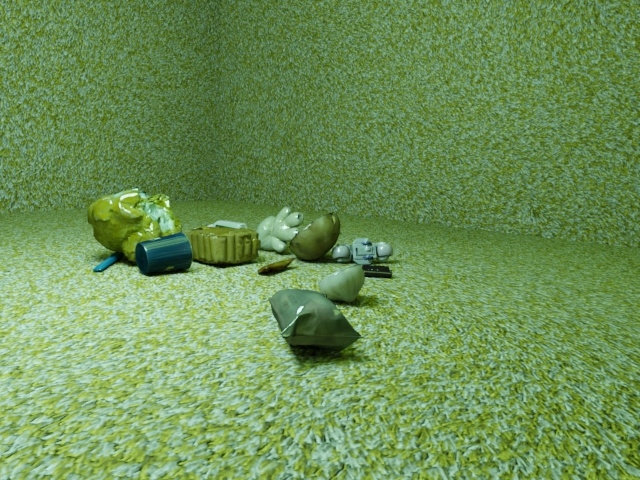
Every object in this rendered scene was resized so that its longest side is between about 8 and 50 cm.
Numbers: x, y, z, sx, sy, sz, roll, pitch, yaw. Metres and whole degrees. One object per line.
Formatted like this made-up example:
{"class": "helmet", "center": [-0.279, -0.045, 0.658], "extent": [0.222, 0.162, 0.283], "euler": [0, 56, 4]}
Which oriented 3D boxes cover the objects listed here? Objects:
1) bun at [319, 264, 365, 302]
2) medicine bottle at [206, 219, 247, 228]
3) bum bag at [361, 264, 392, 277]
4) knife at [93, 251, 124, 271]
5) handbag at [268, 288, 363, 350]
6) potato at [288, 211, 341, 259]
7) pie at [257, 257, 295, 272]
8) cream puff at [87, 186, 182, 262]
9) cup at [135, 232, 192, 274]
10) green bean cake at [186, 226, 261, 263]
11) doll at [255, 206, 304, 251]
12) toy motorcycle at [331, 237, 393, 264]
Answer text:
{"class": "bun", "center": [0.070, 0.136, 1.451], "extent": [0.138, 0.094, 0.138], "euler": [-21, -14, -5]}
{"class": "medicine bottle", "center": [-0.415, -0.029, 2.208], "extent": [0.219, 0.115, 0.078], "euler": [10, 13, 38]}
{"class": "bum bag", "center": [0.205, 0.108, 1.837], "extent": [0.109, 0.026, 0.159], "euler": [2, 9, 3]}
{"class": "knife", "center": [-0.755, 0.071, 1.800], "extent": [0.044, 0.026, 0.296], "euler": [-1, 12, -4]}
{"class": "handbag", "center": [-0.020, 0.175, 1.134], "extent": [0.182, 0.117, 0.270], "euler": [9, 7, -14]}
{"class": "potato", "center": [0.000, 0.000, 2.003], "extent": [0.239, 0.116, 0.299], "euler": [-39, -9, -6]}
{"class": "pie", "center": [-0.168, 0.095, 1.798], "extent": [0.088, 0.033, 0.191], "euler": [-10, 4, 30]}
{"class": "cream puff", "center": [-0.690, -0.038, 1.841], "extent": [0.274, 0.270, 0.323], "euler": [-14, -6, 16]}
{"class": "cup", "center": [-0.545, 0.055, 1.712], "extent": [0.155, 0.131, 0.176], "euler": [-11, -13, -42]}
{"class": "green bean cake", "center": [-0.369, 0.018, 1.907], "extent": [0.230, 0.131, 0.224], "euler": [7, 8, 42]}
{"class": "doll", "center": [-0.159, -0.032, 2.124], "extent": [0.278, 0.149, 0.175], "euler": [-9, 37, 48]}
{"class": "toy motorcycle", "center": [0.166, 0.050, 2.011], "extent": [0.254, 0.112, 0.112], "euler": [-2, 10, -12]}
